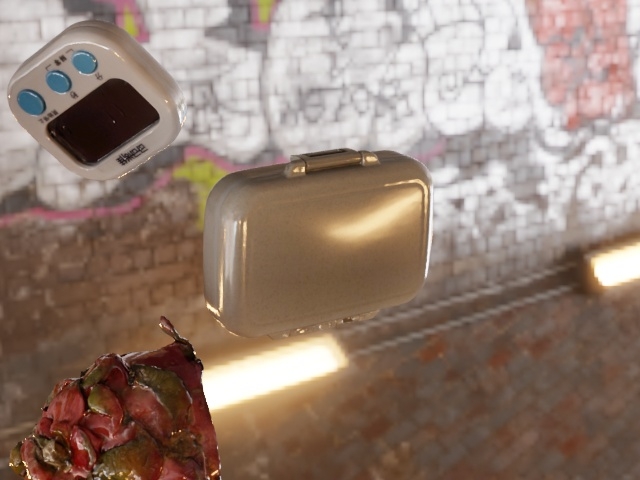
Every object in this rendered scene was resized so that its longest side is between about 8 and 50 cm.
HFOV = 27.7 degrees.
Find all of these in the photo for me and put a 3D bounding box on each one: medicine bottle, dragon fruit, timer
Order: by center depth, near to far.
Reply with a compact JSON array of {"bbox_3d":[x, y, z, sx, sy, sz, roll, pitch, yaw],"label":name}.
[{"bbox_3d":[-0.300,0.296,1.822,0.263,0.314,0.296,-7,160,-20],"label":"dragon fruit"},{"bbox_3d":[0.000,0.000,1.972,0.375,0.282,0.123,-10,-155,-30],"label":"medicine bottle"},{"bbox_3d":[-0.350,-0.220,2.039,0.262,0.237,0.087,-28,-151,35],"label":"timer"}]
